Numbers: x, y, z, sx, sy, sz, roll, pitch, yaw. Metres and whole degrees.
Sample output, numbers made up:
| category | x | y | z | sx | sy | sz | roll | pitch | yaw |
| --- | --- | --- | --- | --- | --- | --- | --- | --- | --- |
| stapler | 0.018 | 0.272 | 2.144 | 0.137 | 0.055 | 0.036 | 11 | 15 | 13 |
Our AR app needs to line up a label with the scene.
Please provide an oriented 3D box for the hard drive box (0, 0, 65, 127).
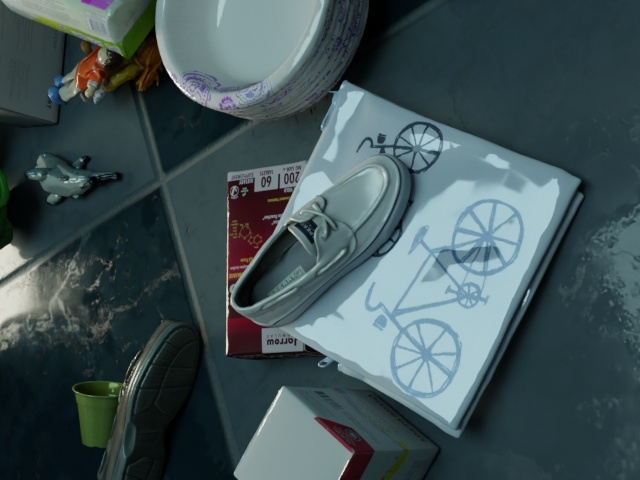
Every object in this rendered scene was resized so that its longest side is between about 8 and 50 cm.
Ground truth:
| category | x | y | z | sx | sy | sz | roll | pitch | yaw |
| --- | --- | --- | --- | --- | --- | --- | --- | --- | --- |
| hard drive box | -0.495 | -0.279 | 1.943 | 0.089 | 0.232 | 0.181 | -2 | 80 | 37 |

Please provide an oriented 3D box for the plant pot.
| category | x | y | z | sx | sy | sz | roll | pitch | yaw |
| --- | --- | --- | --- | --- | --- | --- | --- | --- | --- |
| plant pot | -0.303 | 0.242 | 1.814 | 0.083 | 0.083 | 0.079 | 12 | 102 | 37 |

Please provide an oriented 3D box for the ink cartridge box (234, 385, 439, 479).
| category | x | y | z | sx | sy | sz | roll | pitch | yaw |
| --- | --- | --- | --- | --- | --- | --- | --- | --- | --- |
| ink cartridge box | 0.021 | 0.254 | 1.505 | 0.128 | 0.176 | 0.127 | 38 | 107 | 35 |

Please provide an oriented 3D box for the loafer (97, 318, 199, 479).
| category | x | y | z | sx | sy | sz | roll | pitch | yaw |
| --- | --- | --- | --- | --- | --- | --- | --- | --- | --- |
| loafer | -0.243 | 0.225 | 1.760 | 0.084 | 0.096 | 0.267 | 23 | 98 | 43 |

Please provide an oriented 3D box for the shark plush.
| category | x | y | z | sx | sy | sz | roll | pitch | yaw |
| --- | --- | --- | --- | --- | --- | --- | --- | --- | --- |
| shark plush | -0.366 | -0.104 | 1.932 | 0.161 | 0.073 | 0.067 | -5 | 49 | 40 |

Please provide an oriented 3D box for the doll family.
| category | x | y | z | sx | sy | sz | roll | pitch | yaw |
| --- | --- | --- | --- | --- | --- | --- | --- | --- | --- |
| doll family | -0.281 | -0.295 | 1.881 | 0.163 | 0.118 | 0.263 | -25 | 50 | 37 |

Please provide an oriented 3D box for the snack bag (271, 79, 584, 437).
| category | x | y | z | sx | sy | sz | roll | pitch | yaw |
| --- | --- | --- | --- | --- | --- | --- | --- | --- | --- |
| snack bag | 0.091 | 0.013 | 1.535 | 0.342 | 0.037 | 0.323 | 26 | 91 | 28 |

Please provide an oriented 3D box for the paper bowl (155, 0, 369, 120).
| category | x | y | z | sx | sy | sz | roll | pitch | yaw |
| --- | --- | --- | --- | --- | --- | --- | --- | --- | --- |
| paper bowl | -0.063 | -0.292 | 1.679 | 0.284 | 0.148 | 0.284 | -7 | 77 | 35 |

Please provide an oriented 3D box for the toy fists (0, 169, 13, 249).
| category | x | y | z | sx | sy | sz | roll | pitch | yaw |
| --- | --- | --- | --- | --- | --- | --- | --- | --- | --- |
| toy fists | -0.539 | -0.105 | 2.012 | 0.279 | 0.096 | 0.142 | 62 | 147 | 25 |

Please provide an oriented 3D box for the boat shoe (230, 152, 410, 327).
| category | x | y | z | sx | sy | sz | roll | pitch | yaw |
| --- | --- | --- | --- | --- | --- | --- | --- | --- | --- |
| boat shoe | 0.000 | 0.000 | 1.513 | 0.095 | 0.084 | 0.258 | 44 | 99 | 27 |

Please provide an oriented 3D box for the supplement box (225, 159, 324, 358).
| category | x | y | z | sx | sy | sz | roll | pitch | yaw |
| --- | --- | --- | --- | --- | --- | --- | --- | --- | --- |
| supplement box | -0.050 | 0.028 | 1.660 | 0.130 | 0.073 | 0.239 | -7 | 79 | 34 |

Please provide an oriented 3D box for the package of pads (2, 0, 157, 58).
| category | x | y | z | sx | sy | sz | roll | pitch | yaw |
| --- | --- | --- | --- | --- | --- | --- | --- | --- | --- |
| package of pads | -0.284 | -0.412 | 1.804 | 0.229 | 0.101 | 0.296 | 22 | 67 | 26 |
